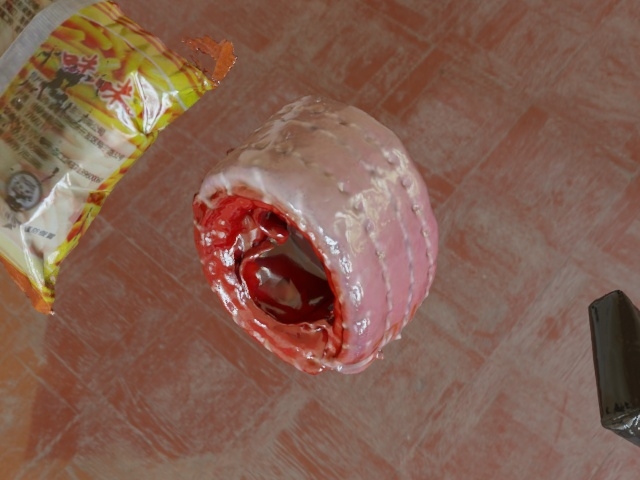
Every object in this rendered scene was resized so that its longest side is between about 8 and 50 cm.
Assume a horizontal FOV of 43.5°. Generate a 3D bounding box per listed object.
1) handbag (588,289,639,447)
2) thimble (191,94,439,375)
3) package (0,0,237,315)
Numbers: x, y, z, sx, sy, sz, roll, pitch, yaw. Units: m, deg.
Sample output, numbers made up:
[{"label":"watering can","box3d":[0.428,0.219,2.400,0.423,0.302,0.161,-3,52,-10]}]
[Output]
[{"label":"handbag","box3d":[0.514,0.218,1.224,0.223,0.080,0.247,31,45,-23]},{"label":"thimble","box3d":[-0.005,-0.005,0.610,0.163,0.190,0.125,6,37,37]},{"label":"package","box3d":[-0.228,-0.098,0.647,0.223,0.108,0.288,38,102,11]}]
